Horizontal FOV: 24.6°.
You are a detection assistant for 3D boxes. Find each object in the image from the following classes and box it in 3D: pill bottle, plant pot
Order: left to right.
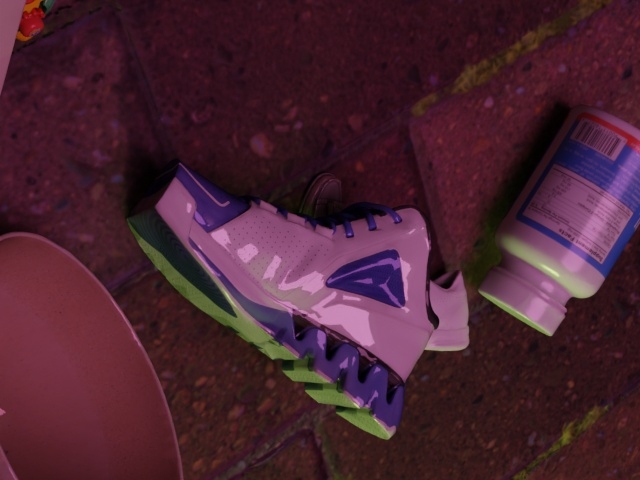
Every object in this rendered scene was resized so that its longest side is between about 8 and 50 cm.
[{"bbox_3d":[-0.262,0.160,1.146,0.190,0.284,0.284,-25,130,15],"label":"plant pot"},{"bbox_3d":[0.258,-0.018,1.518,0.124,0.124,0.222,33,89,-40],"label":"pill bottle"}]

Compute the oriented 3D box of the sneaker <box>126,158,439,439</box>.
[{"bbox_3d":[-0.009,0.015,1.313,0.315,0.127,0.182,42,71,-18],"label":"sneaker"}]

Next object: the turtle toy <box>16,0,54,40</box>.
[{"bbox_3d":[-0.243,-0.184,1.115,0.095,0.066,0.130,26,92,-40],"label":"turtle toy"}]

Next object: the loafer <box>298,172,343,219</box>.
[{"bbox_3d":[0.000,0.000,1.390,0.045,0.039,0.125,9,104,-38],"label":"loafer"}]

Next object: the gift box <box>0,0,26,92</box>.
[{"bbox_3d":[-0.348,-0.122,0.938,0.255,0.276,0.258,11,104,-33],"label":"gift box"}]

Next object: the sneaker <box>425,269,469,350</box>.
[{"bbox_3d":[0.062,0.062,1.451,0.212,0.080,0.094,1,95,-41],"label":"sneaker"}]
